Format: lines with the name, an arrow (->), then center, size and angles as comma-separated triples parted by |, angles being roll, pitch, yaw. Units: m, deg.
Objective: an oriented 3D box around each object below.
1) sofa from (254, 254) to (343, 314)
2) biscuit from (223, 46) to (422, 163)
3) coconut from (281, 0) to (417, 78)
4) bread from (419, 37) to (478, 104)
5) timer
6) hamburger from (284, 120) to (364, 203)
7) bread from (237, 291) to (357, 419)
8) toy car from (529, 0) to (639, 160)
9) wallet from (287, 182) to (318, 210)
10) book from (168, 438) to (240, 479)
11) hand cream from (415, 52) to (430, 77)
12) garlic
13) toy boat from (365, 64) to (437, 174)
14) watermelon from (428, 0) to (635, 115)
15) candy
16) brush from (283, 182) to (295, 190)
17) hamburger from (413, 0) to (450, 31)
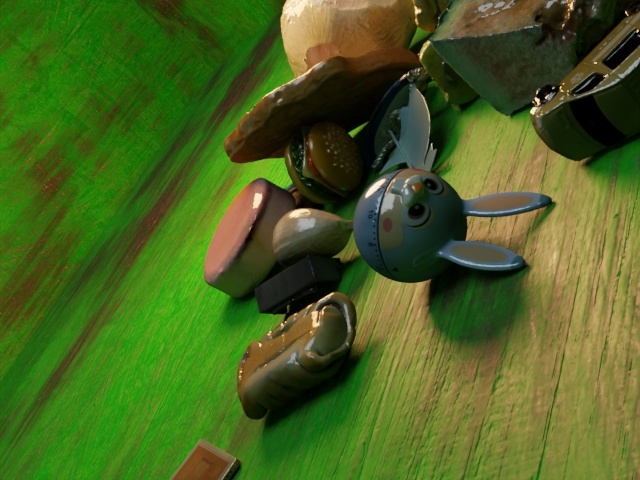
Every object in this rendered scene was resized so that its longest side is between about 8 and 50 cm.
sofa -> -0.032, 0.082, 1.639 | 0.147, 0.085, 0.060 | -33, 65, 36
biscuit -> 0.012, -0.256, 1.916 | 0.365, 0.062, 0.385 | -13, -15, -43
coconut -> 0.058, -0.455, 2.130 | 0.297, 0.297, 0.254 | -29, 16, 44
bread -> 0.240, -0.314, 1.714 | 0.111, 0.129, 0.114 | -29, 16, 6
timer -> 0.151, -0.030, 1.294 | 0.255, 0.175, 0.175 | -19, 34, 53
hamburger -> 0.009, -0.150, 1.850 | 0.115, 0.162, 0.162 | -29, 26, 35
bread -> -0.036, 0.175, 1.422 | 0.225, 0.081, 0.134 | -34, 29, 32
toy car -> 0.388, -0.204, 1.205 | 0.257, 0.101, 0.124 | -45, 22, 6
wallet -> -0.047, -0.073, 2.007 | 0.137, 0.031, 0.255 | -44, 18, 23
book -> -0.223, 0.415, 1.458 | 0.241, 0.018, 0.170 | -54, 20, -16
hand cream -> 0.214, -0.352, 1.964 | 0.163, 0.039, 0.062 | -15, 72, 57
garlic -> -0.002, -0.006, 1.641 | 0.198, 0.128, 0.090 | -30, 51, 47
toy boat -> 0.148, -0.187, 1.711 | 0.220, 0.067, 0.291 | -63, 19, 23
watermelon -> 0.351, -0.338, 1.520 | 0.302, 0.151, 0.264 | 12, 58, 49
candy -> -0.141, -0.004, 1.921 | 0.255, 0.094, 0.255 | -51, 21, 28
brush -> -0.070, -0.110, 2.067 | 0.164, 0.014, 0.051 | -35, 18, 36
hamburger -> 0.209, -0.470, 1.685 | 0.108, 0.213, 0.213 | 3, 40, 15
